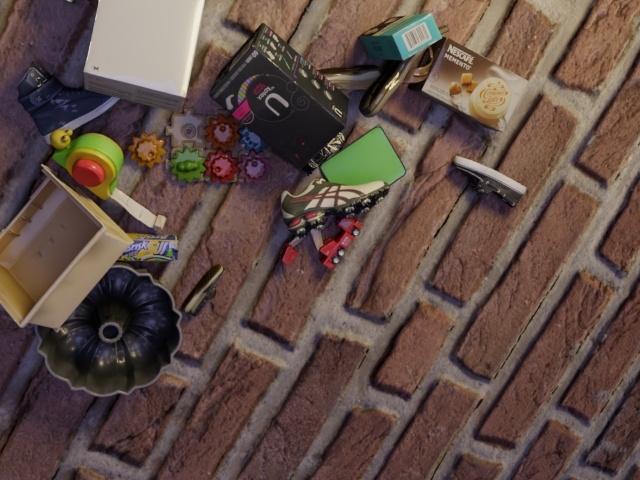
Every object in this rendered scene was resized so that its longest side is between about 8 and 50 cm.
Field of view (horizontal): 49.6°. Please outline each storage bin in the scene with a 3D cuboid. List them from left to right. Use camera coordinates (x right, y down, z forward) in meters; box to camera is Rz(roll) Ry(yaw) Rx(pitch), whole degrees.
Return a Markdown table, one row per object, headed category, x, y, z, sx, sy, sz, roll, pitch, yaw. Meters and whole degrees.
| category | x | y | z | sx | sy | sz | roll | pitch | yaw |
| --- | --- | --- | --- | --- | --- | --- | --- | --- | --- |
| storage bin | -0.586 | 0.013 | 1.485 | 0.260 | 0.123 | 0.262 | 39 | 89 | 24 |

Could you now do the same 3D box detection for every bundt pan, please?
| category | x | y | z | sx | sy | sz | roll | pitch | yaw |
| --- | --- | --- | --- | --- | --- | --- | --- | --- | --- |
| bundt pan | -0.494 | 0.196 | 1.640 | 0.330 | 0.124 | 0.331 | -4 | 106 | -13 |

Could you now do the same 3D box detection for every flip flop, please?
| category | x | y | z | sx | sy | sz | roll | pitch | yaw |
| --- | --- | --- | --- | --- | --- | --- | --- | --- | --- |
| flip flop | 0.201 | -0.386 | 1.609 | 0.080 | 0.112 | 0.277 | 39 | 89 | -19 |

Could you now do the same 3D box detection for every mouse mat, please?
| category | x | y | z | sx | sy | sz | roll | pitch | yaw |
| --- | --- | --- | --- | --- | --- | --- | --- | --- | --- |
| mouse mat | 0.109 | -0.179 | 1.743 | 0.189 | 0.007 | 0.153 | -35 | 111 | -4 |

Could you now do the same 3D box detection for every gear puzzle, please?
| category | x | y | z | sx | sy | sz | roll | pitch | yaw |
| --- | --- | --- | --- | --- | --- | --- | --- | --- | --- |
| gear puzzle | -0.276 | -0.217 | 1.615 | 0.338 | 0.044 | 0.176 | 0 | 106 | -14 |

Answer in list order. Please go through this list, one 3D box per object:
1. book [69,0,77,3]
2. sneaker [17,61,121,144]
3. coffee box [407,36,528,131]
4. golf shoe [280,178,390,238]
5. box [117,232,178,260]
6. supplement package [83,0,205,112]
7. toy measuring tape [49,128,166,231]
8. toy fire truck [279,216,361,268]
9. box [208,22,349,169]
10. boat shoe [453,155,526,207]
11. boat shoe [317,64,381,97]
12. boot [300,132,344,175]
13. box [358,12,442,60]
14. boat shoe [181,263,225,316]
| category | x | y | z | sx | sy | sz | roll | pitch | yaw |
| --- | --- | --- | --- | --- | --- | --- | --- | --- | --- |
| book | -0.499 | -0.564 | 1.430 | 0.035 | 0.096 | 0.144 | 21 | 100 | -19 |
| sneaker | -0.540 | -0.331 | 1.494 | 0.226 | 0.086 | 0.163 | -31 | 113 | -2 |
| coffee box | 0.360 | -0.382 | 1.696 | 0.246 | 0.098 | 0.141 | 23 | 99 | -19 |
| golf shoe | 0.034 | -0.107 | 1.682 | 0.272 | 0.105 | 0.120 | -20 | 75 | -4 |
| box | -0.422 | 0.015 | 1.638 | 0.168 | 0.059 | 0.054 | 2 | 106 | -15 |
| supplement package | -0.363 | -0.429 | 1.440 | 0.203 | 0.145 | 0.262 | 12 | 85 | -17 |
| toy measuring tape | -0.449 | -0.140 | 1.537 | 0.121 | 0.121 | 0.330 | -47 | 122 | 3 |
| toy fire truck | 0.000 | 0.000 | 1.746 | 0.135 | 0.047 | 0.192 | 34 | 94 | -19 |
| box | -0.087 | -0.320 | 1.552 | 0.270 | 0.143 | 0.165 | 37 | 122 | -21 |
| boat shoe | 0.432 | -0.148 | 1.800 | 0.228 | 0.080 | 0.076 | 22 | 98 | -26 |
| boat shoe | 0.054 | -0.371 | 1.645 | 0.189 | 0.068 | 0.072 | -7 | 119 | -12 |
| boot | 0.002 | -0.208 | 1.659 | 0.045 | 0.099 | 0.121 | 44 | 82 | -5 |
| box | 0.173 | -0.456 | 1.550 | 0.100 | 0.244 | 0.060 | -31 | 111 | -5 |
| boat shoe | -0.282 | 0.124 | 1.712 | 0.049 | 0.056 | 0.152 | 37 | 104 | -25 |
